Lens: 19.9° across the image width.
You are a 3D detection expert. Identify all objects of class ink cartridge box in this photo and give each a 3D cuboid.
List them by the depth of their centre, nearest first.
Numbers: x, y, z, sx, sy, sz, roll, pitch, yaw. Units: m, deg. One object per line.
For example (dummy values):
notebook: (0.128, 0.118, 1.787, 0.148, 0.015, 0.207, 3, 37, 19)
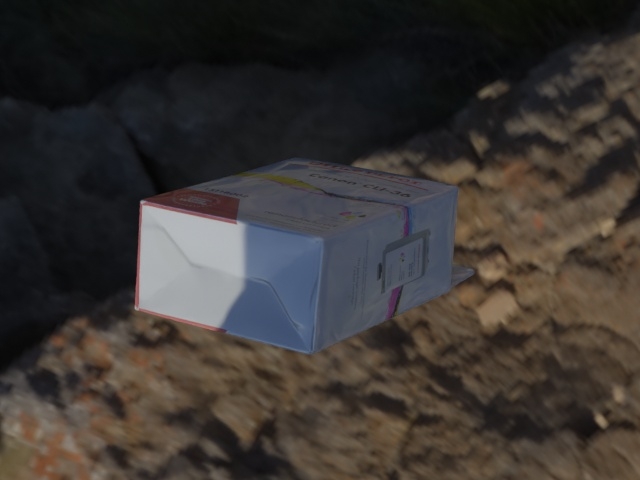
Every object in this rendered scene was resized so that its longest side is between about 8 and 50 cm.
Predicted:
ink cartridge box: (0.000, 0.000, 1.021, 0.115, 0.198, 0.067, 12, 106, 28)
